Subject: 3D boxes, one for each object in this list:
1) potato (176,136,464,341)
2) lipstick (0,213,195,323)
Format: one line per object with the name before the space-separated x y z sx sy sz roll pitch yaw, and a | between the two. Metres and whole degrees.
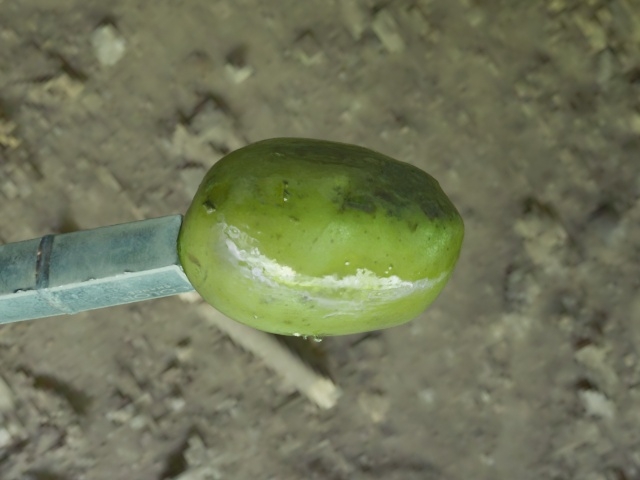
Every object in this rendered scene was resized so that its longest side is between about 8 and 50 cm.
potato | 0.000 -0.003 1.681 0.304 0.216 0.216 -3 64 -26
lipstick | -0.262 0.034 1.781 0.077 0.290 0.076 48 39 -54
